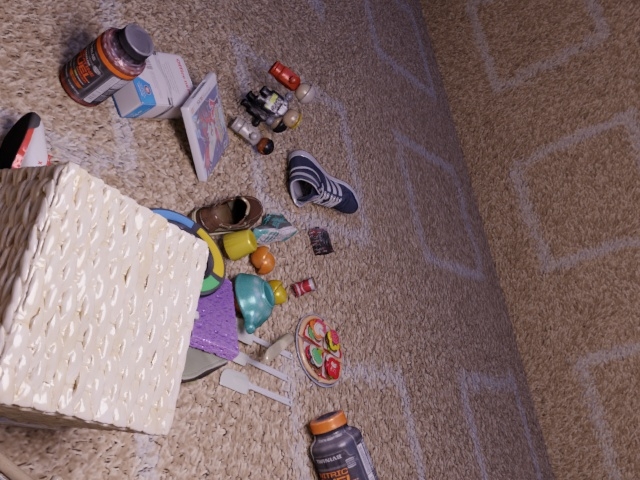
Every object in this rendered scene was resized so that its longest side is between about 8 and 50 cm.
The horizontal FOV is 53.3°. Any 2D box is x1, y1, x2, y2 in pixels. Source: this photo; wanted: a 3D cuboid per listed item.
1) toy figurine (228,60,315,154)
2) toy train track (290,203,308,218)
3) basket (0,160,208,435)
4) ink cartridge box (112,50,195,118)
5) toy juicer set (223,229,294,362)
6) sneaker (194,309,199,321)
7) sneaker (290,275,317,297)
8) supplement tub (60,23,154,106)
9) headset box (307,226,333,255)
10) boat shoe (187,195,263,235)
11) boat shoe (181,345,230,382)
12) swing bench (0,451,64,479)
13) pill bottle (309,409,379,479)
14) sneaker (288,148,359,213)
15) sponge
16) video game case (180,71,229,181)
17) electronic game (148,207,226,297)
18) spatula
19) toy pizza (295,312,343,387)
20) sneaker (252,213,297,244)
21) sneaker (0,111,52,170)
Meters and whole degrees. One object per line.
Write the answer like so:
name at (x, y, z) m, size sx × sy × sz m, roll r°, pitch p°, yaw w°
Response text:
toy figurine at (-0.127, -0.350, 1.730) m, size 0.148 × 0.213 × 0.209 m, roll 36°, pitch 40°, yaw -20°
toy train track at (-0.057, -0.087, 1.857) m, size 0.083 × 0.014 × 0.048 m, roll -4°, pitch 74°, yaw -58°
basket at (-0.377, 0.100, 0.911) m, size 0.328 × 0.267 × 0.331 m, roll 38°, pitch 56°, yaw -52°
ink cartridge box at (-0.387, -0.357, 1.463) m, size 0.191 × 0.082 × 0.139 m, roll -16°, pitch 84°, yaw -61°
toy juicer set at (-0.146, 0.148, 1.516) m, size 0.209 × 0.090 × 0.328 m, roll 40°, pitch 33°, yaw -65°
sneaker at (-0.333, 0.094, 1.204) m, size 0.217 × 0.079 × 0.121 m, roll 8°, pitch 63°, yaw -32°
sneaker at (-0.044, 0.127, 1.720) m, size 0.118 × 0.067 × 0.042 m, roll 61°, pitch 8°, yaw -83°
supplement tub at (-0.427, -0.358, 1.289) m, size 0.106 × 0.198 × 0.105 m, roll 36°, pitch 42°, yaw -40°
headset box at (0.000, 0.000, 1.869) m, size 0.062 × 0.032 × 0.083 m, roll -1°, pitch 73°, yaw -57°
boat shoe at (-0.202, -0.064, 1.540) m, size 0.257 × 0.095 × 0.095 m, roll -30°, pitch 96°, yaw -59°
boat shoe at (-0.267, 0.247, 1.260) m, size 0.228 × 0.069 × 0.081 m, roll 0°, pitch 52°, yaw -57°
swing bench at (-0.459, 0.394, 0.782) m, size 0.254 × 0.165 × 0.253 m, roll 48°, pitch 35°, yaw -29°
pill bottle at (0.056, 0.532, 1.513) m, size 0.130 × 0.131 × 0.245 m, roll -14°, pitch 81°, yaw -59°
sneaker at (0.008, -0.134, 1.895) m, size 0.282 × 0.099 × 0.153 m, roll 38°, pitch 33°, yaw -28°
sponge at (-0.233, 0.147, 1.343) m, size 0.117 × 0.031 × 0.210 m, roll 27°, pitch 30°, yaw -33°
video game case at (-0.275, -0.275, 1.544) m, size 0.183 × 0.023 × 0.201 m, roll -72°, pitch 162°, yaw -48°
electronic game at (-0.296, 0.023, 1.334) m, size 0.229 × 0.048 × 0.229 m, roll 33°, pitch 31°, yaw -23°
spatula at (-0.139, 0.287, 1.483) m, size 0.242 × 0.019 × 0.168 m, roll 34°, pitch 43°, yaw -42°
toy pizza at (0.006, 0.288, 1.690) m, size 0.201 × 0.032 × 0.201 m, roll 35°, pitch 44°, yaw -41°
sneaker at (-0.133, -0.036, 1.678) m, size 0.076 × 0.065 × 0.167 m, roll 57°, pitch 25°, yaw 15°
sneaker at (-0.492, -0.084, 1.120) m, size 0.145 × 0.090 × 0.269 m, roll 31°, pitch 49°, yaw -46°
